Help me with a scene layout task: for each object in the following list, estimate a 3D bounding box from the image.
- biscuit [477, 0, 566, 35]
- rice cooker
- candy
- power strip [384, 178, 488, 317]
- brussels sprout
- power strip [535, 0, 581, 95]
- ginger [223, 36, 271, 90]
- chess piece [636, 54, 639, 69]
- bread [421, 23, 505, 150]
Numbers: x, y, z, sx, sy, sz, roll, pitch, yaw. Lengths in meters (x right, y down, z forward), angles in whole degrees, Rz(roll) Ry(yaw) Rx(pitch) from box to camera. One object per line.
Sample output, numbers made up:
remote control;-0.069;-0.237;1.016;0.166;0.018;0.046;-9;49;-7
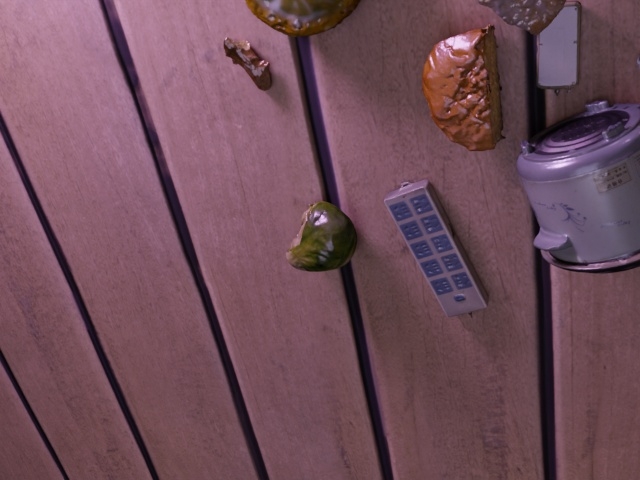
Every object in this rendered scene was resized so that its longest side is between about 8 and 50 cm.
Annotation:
biscuit;0.329;-0.458;1.127;0.188;0.040;0.265;-10;133;14
rice cooker;0.510;-0.081;1.228;0.317;0.264;0.316;-3;101;-18
candy;-0.037;-0.512;1.257;0.260;0.118;0.259;10;119;18
power strip;0.267;0.030;1.521;0.106;0.043;0.367;-20;112;30
brussels sprout;0.007;0.004;1.549;0.145;0.131;0.183;29;122;8
power strip;0.432;-0.346;1.230;0.076;0.028;0.169;2;120;19
ginger;-0.149;-0.376;1.427;0.057;0.044;0.137;-42;108;6
chess piece;0.607;-0.291;1.179;0.067;0.067;0.103;-31;114;33
bread;0.271;-0.284;1.272;0.140;0.143;0.229;4;119;32
